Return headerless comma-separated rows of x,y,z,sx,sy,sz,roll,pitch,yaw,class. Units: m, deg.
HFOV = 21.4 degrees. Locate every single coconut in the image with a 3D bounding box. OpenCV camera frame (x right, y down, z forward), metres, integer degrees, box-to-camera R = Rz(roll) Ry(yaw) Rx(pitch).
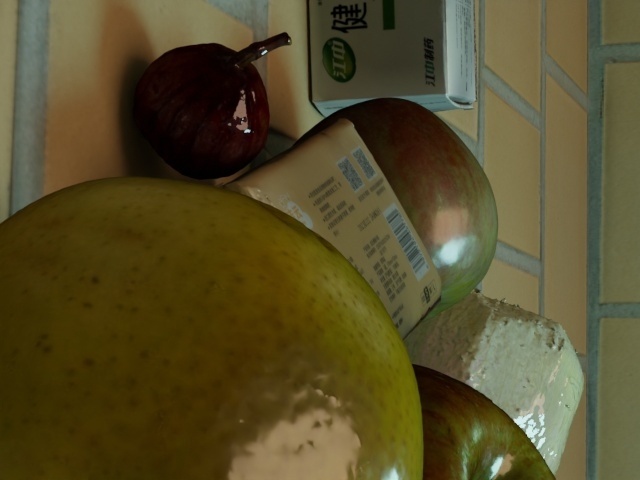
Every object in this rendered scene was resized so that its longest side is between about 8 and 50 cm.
0.158,0.212,2.036,0.254,0.297,0.297,-56,144,-33,coconut

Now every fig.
-0.093,-0.117,1.527,0.128,0.150,0.128,9,80,-55,fig

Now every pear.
-0.110,0.132,1.140,0.418,0.362,0.362,-70,155,-74,pear

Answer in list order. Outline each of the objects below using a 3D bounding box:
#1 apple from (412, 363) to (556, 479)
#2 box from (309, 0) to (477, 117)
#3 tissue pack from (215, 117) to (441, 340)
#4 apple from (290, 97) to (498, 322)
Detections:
0.047,0.305,1.625,0.384,0.374,0.374,-2,90,-57,apple
0.086,-0.311,2.023,0.145,0.173,0.333,-3,92,-69,box
-0.051,0.045,1.565,0.305,0.238,0.239,-39,125,-67,tissue pack
0.059,-0.025,1.822,0.257,0.256,0.234,24,45,-69,apple
